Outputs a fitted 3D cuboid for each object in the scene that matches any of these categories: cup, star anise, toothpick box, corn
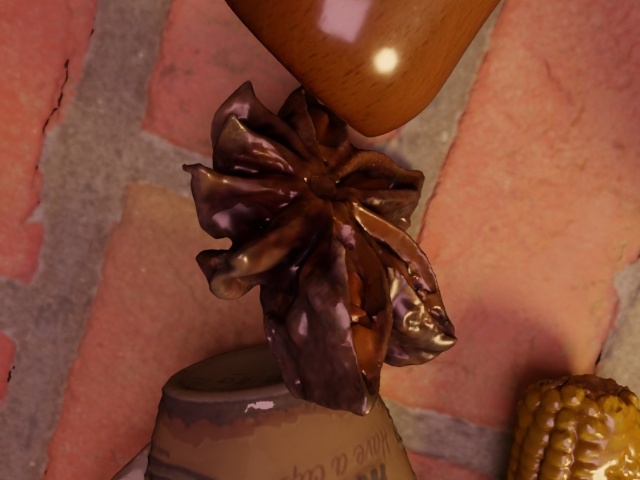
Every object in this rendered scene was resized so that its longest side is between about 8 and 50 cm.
[{"bbox_3d":[-0.061,0.215,0.477,0.301,0.227,0.257,-9,91,15],"label":"cup"},{"bbox_3d":[0.002,-0.004,0.429,0.099,0.220,0.214,-34,95,33],"label":"star anise"},{"bbox_3d":[0.085,-0.211,0.385,0.192,0.192,0.294,44,104,-9],"label":"toothpick box"},{"bbox_3d":[0.189,0.280,0.524,0.120,0.120,0.363,3,102,-1],"label":"corn"}]
